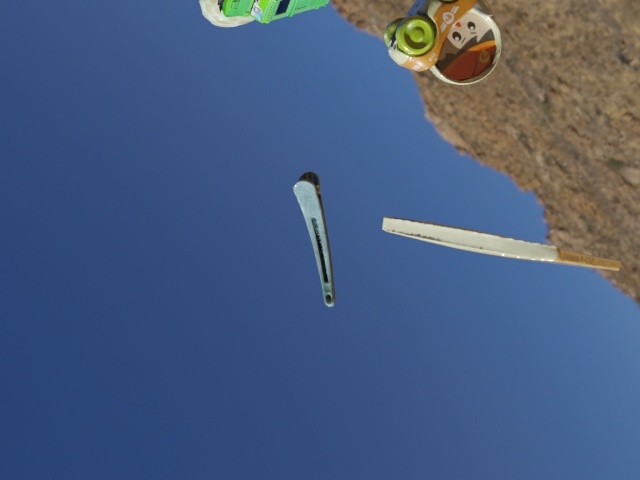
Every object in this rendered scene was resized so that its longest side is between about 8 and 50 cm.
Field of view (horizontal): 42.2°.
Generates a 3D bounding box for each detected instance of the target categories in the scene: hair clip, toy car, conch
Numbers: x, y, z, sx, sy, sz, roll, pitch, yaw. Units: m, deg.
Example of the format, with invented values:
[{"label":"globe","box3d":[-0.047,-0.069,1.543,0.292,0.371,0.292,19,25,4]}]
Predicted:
[{"label":"hair clip","box3d":[0.000,0.000,1.401,0.070,0.039,0.229,-63,-39,-71]},{"label":"toy car","box3d":[0.264,-0.417,1.657,0.235,0.235,0.145,46,-176,-15]},{"label":"conch","box3d":[-0.118,-0.413,1.318,0.116,0.173,0.106,27,-168,-40]},{"label":"toy car","box3d":[-0.056,-0.334,1.102,0.165,0.071,0.062,-23,-106,-26]}]

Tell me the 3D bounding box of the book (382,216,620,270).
[{"label":"book","box3d":[0.298,0.010,1.303,0.389,0.269,0.032,7,-87,-60]}]
